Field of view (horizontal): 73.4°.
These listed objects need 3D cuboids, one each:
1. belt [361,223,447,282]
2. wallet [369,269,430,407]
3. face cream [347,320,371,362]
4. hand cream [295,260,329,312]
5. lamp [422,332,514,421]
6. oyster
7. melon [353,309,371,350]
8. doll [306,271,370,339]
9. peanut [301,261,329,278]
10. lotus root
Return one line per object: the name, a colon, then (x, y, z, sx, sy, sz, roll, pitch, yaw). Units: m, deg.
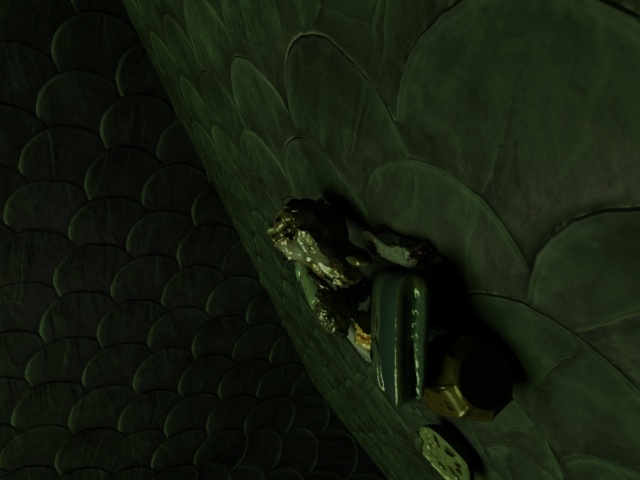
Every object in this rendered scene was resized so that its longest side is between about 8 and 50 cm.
belt: (0.159, 0.017, 0.875, 0.232, 0.053, 0.071, 31, 146, 59)
wallet: (0.148, 0.186, 0.896, 0.360, 0.083, 0.251, 102, 170, -86)
face cream: (0.127, 0.348, 1.542, 0.243, 0.058, 0.092, 57, 160, -13)
hand cream: (-0.034, 0.164, 1.658, 0.147, 0.093, 0.305, 85, 159, -50)
lamp: (0.263, 0.256, 0.811, 0.161, 0.161, 0.185, 58, 165, 6)
oyster: (-0.007, 0.003, 1.038, 0.337, 0.198, 0.133, 51, 178, 41)
melon: (0.156, 0.277, 1.308, 0.128, 0.079, 0.160, 31, 152, 23)
doll: (0.071, 0.163, 1.092, 0.286, 0.091, 0.202, 26, -143, -53)
peanut: (-0.019, 0.053, 1.401, 0.228, 0.086, 0.104, 36, 161, 50)
lotus root: (0.371, 0.605, 1.231, 0.203, 0.078, 0.183, 45, 147, 29)
